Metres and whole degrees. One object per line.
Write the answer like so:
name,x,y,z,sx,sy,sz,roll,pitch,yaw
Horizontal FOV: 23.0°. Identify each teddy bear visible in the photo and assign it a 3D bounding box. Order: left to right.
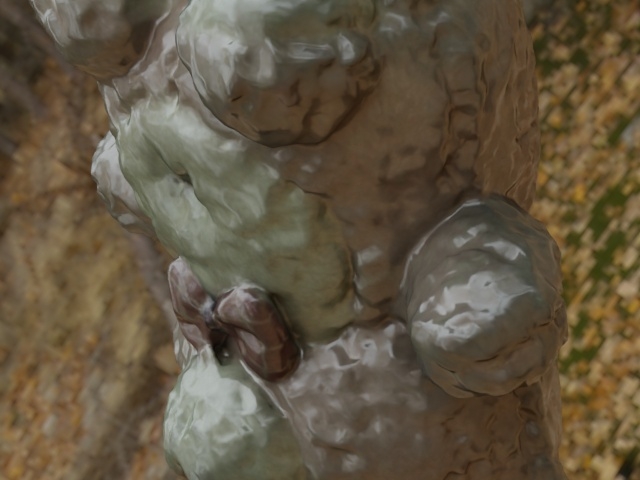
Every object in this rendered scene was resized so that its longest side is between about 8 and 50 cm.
teddy bear,0.001,-0.001,0.558,0.151,0.267,0.236,-23,33,-33
